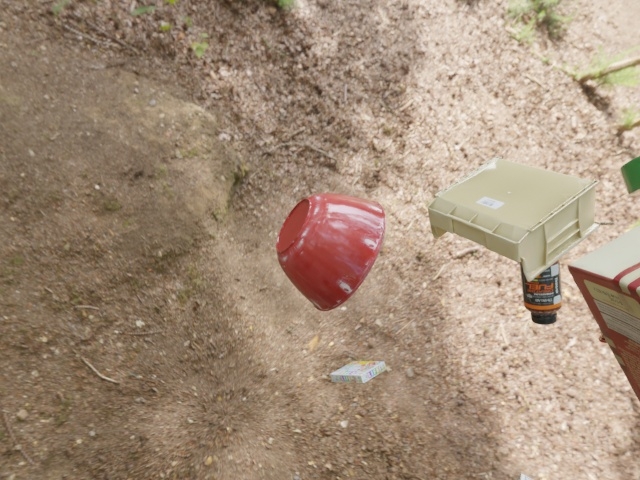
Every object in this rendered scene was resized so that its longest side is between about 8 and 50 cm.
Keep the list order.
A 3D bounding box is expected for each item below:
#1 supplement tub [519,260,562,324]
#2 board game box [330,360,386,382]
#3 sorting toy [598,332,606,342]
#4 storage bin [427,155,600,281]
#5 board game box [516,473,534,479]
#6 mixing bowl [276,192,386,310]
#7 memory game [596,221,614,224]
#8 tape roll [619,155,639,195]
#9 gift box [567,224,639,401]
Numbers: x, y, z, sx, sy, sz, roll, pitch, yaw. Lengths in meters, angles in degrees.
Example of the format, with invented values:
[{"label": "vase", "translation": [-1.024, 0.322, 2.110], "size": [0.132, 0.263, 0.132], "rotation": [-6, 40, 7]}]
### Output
[{"label": "supplement tub", "translation": [0.630, 0.136, 1.368], "size": [0.106, 0.106, 0.198], "rotation": [-15, 103, -16]}, {"label": "board game box", "translation": [0.116, 0.409, 1.498], "size": [0.103, 0.154, 0.026], "rotation": [-19, 90, -38]}, {"label": "sorting toy", "translation": [1.122, 0.367, 1.867], "size": [0.102, 0.061, 0.042], "rotation": [-11, 97, -42]}, {"label": "storage bin", "translation": [0.422, -0.058, 1.072], "size": [0.260, 0.123, 0.262], "rotation": [-31, 35, -21]}, {"label": "board game box", "translation": [0.518, 0.679, 1.054], "size": [0.193, 0.053, 0.305], "rotation": [23, 23, 17]}, {"label": "mixing bowl", "translation": [0.000, 0.000, 0.695], "size": [0.098, 0.181, 0.181], "rotation": [30, 66, -22]}, {"label": "memory game", "translation": [0.933, -0.058, 1.698], "size": [0.186, 0.186, 0.012], "rotation": [0, 91, -11]}, {"label": "tape roll", "translation": [0.918, -0.199, 1.170], "size": [0.321, 0.321, 0.077], "rotation": [-11, 80, -15]}, {"label": "gift box", "translation": [0.413, 0.051, 0.394], "size": [0.258, 0.255, 0.276], "rotation": [-29, 101, 3]}]
